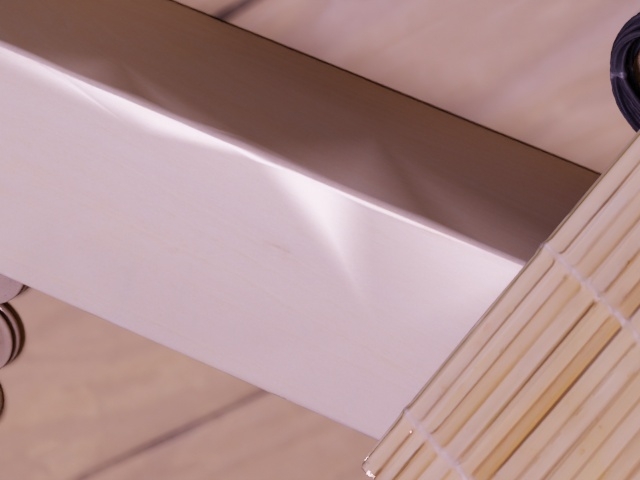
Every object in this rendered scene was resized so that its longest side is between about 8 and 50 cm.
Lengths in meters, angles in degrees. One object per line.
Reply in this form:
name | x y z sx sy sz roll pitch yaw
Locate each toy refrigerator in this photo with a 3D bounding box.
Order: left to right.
toy refrigerator | 0.000 0.000 0.534 0.269 0.102 0.094 22 117 8

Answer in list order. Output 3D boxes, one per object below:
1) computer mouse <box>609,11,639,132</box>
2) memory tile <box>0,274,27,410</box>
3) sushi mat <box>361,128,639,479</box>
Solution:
computer mouse | 0.109 -0.115 0.489 0.071 0.041 0.242 -4 120 45
memory tile | -0.180 0.010 0.647 0.113 0.012 0.148 22 116 8
sushi mat | 0.164 -0.004 0.426 0.151 0.019 0.316 40 91 19
